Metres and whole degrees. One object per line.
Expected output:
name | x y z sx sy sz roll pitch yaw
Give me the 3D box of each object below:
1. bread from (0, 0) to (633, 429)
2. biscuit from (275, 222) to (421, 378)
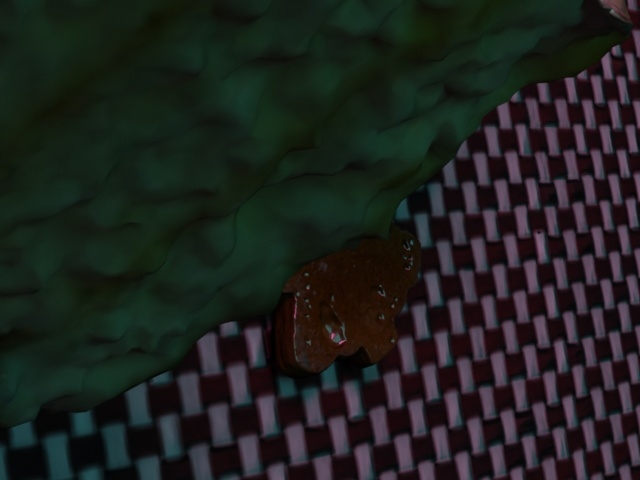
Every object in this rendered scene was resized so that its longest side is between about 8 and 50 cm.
bread | -0.112 -0.142 0.404 0.395 0.239 0.264 30 33 -57
biscuit | 0.000 0.000 0.787 0.119 0.019 0.130 -39 111 -47
